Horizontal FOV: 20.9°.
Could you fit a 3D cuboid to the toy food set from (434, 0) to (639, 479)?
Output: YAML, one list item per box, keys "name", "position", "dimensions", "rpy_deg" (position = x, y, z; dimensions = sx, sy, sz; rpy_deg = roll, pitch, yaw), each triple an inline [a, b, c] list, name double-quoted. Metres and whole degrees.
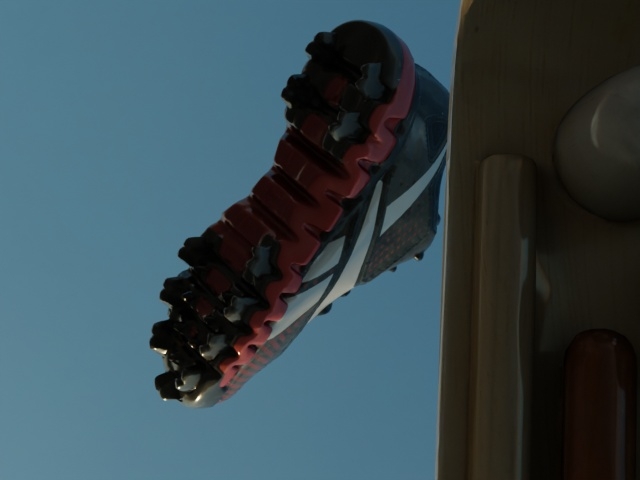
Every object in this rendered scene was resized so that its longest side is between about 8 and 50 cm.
- name: "toy food set"
  position: [0.141, 0.066, 0.409]
  dimensions: [0.092, 0.220, 0.306]
  rpy_deg: [113, -19, -75]

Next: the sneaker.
- name: "sneaker"
  position: [0.000, 0.000, 1.104]
  dimensions: [0.276, 0.135, 0.097]
  rpy_deg: [-57, -139, 11]
